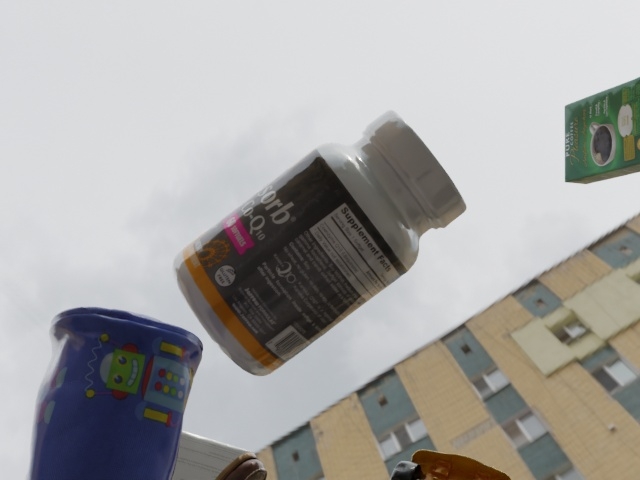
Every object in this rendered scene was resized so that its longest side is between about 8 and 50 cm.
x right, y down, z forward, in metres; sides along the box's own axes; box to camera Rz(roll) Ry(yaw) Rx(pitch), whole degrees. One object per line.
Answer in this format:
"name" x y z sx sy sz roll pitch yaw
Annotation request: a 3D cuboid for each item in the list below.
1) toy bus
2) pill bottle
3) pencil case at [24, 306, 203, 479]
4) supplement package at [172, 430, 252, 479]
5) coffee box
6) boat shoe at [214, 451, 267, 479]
"toy bus" 0.138 0.394 1.037 0.150 0.220 0.211 11 -54 22
"pill bottle" 0.000 0.000 0.902 0.278 0.162 0.162 -38 -70 3
"pencil case" -0.170 0.203 0.627 0.119 0.133 0.306 16 -110 -15
"supplement package" -0.197 0.409 1.217 0.134 0.244 0.139 18 -43 -5
"coffee box" 0.384 -0.140 1.129 0.041 0.184 0.113 3 -98 -21
"boat shoe" -0.120 0.356 1.056 0.073 0.073 0.207 19 -74 -53
